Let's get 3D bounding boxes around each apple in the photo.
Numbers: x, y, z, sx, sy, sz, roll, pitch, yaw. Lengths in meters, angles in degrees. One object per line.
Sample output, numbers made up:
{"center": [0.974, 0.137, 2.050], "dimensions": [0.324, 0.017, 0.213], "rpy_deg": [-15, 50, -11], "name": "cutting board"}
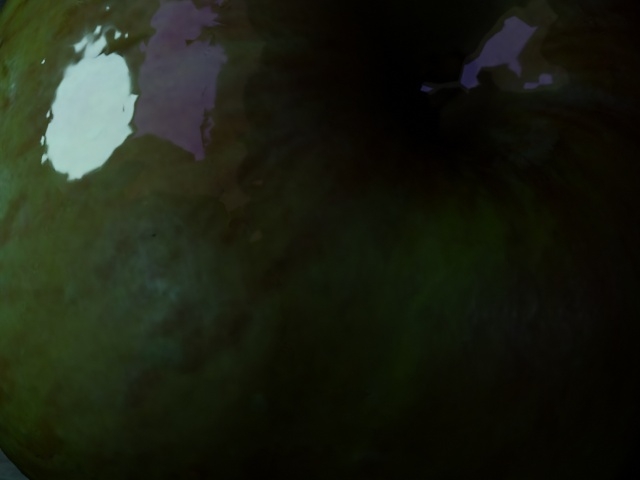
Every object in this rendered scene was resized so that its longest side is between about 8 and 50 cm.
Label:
{"center": [0.000, 0.000, 0.861], "dimensions": [0.333, 0.400, 0.400], "rpy_deg": [-52, 6, 49], "name": "apple"}
